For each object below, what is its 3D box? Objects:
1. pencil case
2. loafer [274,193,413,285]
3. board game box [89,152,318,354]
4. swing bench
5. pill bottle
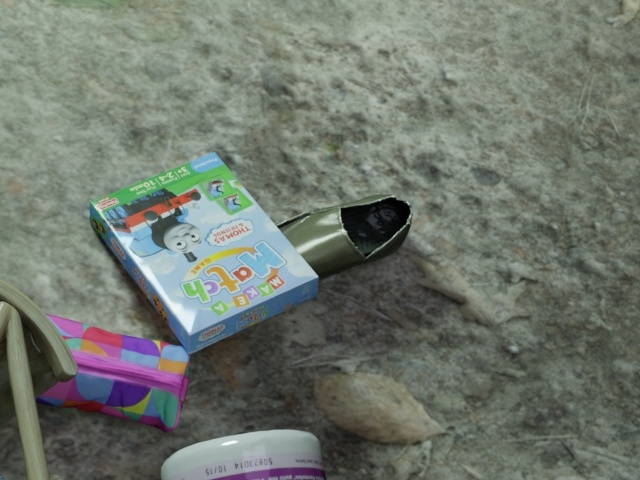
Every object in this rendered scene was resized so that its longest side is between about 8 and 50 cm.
[{"bbox_3d":[-0.249,0.128,1.654,0.236,0.104,0.104,13,65,-18],"label":"pencil case"},{"bbox_3d":[0.000,0.000,1.811,0.251,0.087,0.094,-25,81,-29],"label":"loafer"},{"bbox_3d":[-0.126,0.009,1.733,0.160,0.039,0.211,-24,56,-25],"label":"board game box"},{"bbox_3d":[-0.347,0.190,1.478,0.165,0.253,0.254,20,55,-29],"label":"swing bench"},{"bbox_3d":[-0.057,0.351,1.604,0.169,0.169,0.301,-3,71,-23],"label":"pill bottle"}]
